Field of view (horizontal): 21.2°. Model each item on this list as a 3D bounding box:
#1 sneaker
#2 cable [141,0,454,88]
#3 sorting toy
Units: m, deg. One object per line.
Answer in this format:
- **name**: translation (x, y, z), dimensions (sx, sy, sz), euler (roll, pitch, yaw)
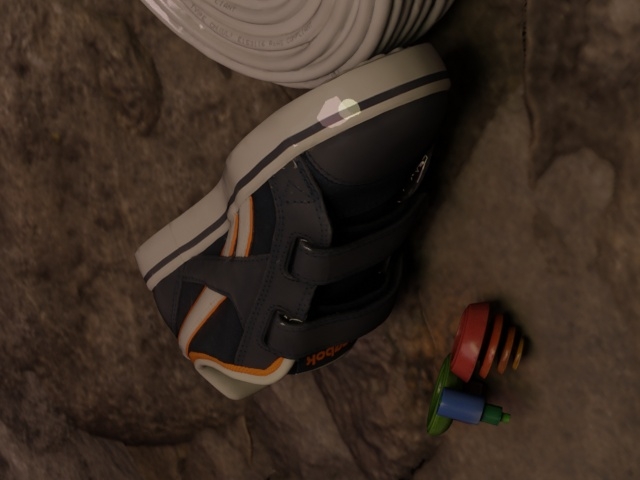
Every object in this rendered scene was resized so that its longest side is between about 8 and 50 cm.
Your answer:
- **sneaker**: translation (0.000, 0.000, 1.000), dimensions (0.127, 0.126, 0.321), euler (63, 150, 8)
- **cable**: translation (-0.033, -0.207, 0.922), dimensions (0.257, 0.089, 0.257), euler (44, 147, 16)
- **sorting toy**: translation (0.093, 0.083, 1.006), dimensions (0.042, 0.061, 0.102), euler (16, 136, 0)
